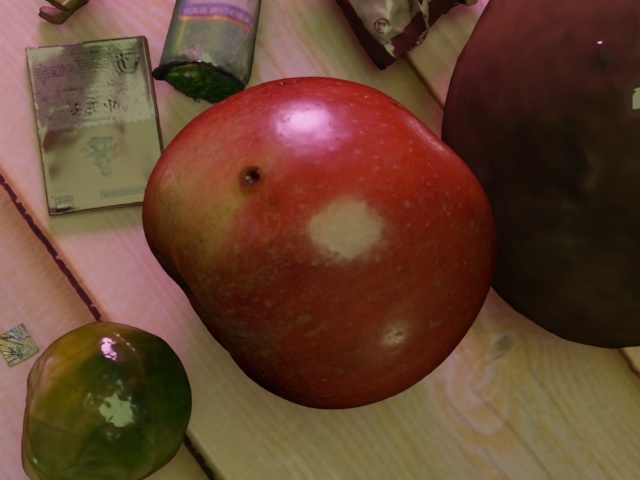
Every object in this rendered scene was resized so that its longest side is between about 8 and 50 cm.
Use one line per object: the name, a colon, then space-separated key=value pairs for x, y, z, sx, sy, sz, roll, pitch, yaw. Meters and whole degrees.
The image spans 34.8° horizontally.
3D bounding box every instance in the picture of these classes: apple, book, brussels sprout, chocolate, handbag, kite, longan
apple: x=0.000 y=0.000 z=1.012 sx=0.277 sy=0.348 sz=0.348 roll=-38 pitch=90 yaw=-11
book: x=-0.250 y=-0.132 z=1.152 sx=0.138 sy=0.016 sz=0.199 roll=-8 pitch=82 yaw=-13
brussels sprout: x=-0.217 y=0.176 z=1.039 sx=0.161 sy=0.144 sz=0.181 roll=17 pitch=99 yaw=-28
chocolate: x=-0.110 y=-0.310 z=1.177 sx=0.110 sy=0.110 sz=0.291 roll=12 pitch=75 yaw=-10
handbag: x=0.083 y=-0.351 z=1.207 sx=0.213 sy=0.127 sz=0.235 roll=-37 pitch=95 yaw=-18
kite: x=-0.340 y=0.102 z=1.097 sx=0.078 sy=0.002 sz=0.044 roll=39 pitch=74 yaw=-4
longan: x=0.326 y=-0.118 z=1.080 sx=0.404 sy=0.436 sz=0.404 roll=6 pitch=42 yaw=-6

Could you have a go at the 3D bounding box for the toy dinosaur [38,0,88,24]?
toy dinosaur: x=-0.231 y=-0.325 z=1.133 sx=0.251 sy=0.072 sz=0.200 roll=20 pitch=73 yaw=30
